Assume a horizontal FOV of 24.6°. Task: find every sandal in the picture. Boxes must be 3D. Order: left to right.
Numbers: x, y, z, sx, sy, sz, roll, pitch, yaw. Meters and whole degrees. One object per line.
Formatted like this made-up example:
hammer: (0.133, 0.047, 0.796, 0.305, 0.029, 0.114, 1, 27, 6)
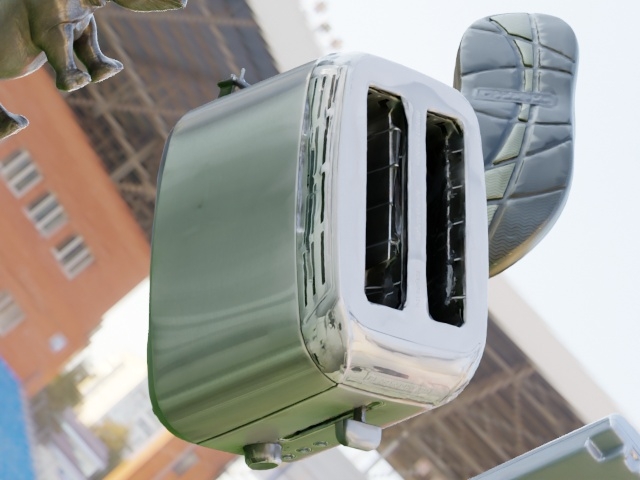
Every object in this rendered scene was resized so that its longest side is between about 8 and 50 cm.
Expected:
sandal: (0.135, -0.064, 1.093, 0.120, 0.303, 0.086, 13, -47, 14)

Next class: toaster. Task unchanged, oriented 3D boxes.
toaster: (0.000, 0.000, 0.755, 0.129, 0.227, 0.146, 19, -26, -38)

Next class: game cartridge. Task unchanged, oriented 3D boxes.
game cartridge: (0.263, 0.299, 1.307, 0.196, 0.060, 0.294, -32, -74, 27)

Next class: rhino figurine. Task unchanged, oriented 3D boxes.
rhino figurine: (-0.195, -0.161, 1.076, 0.106, 0.243, 0.073, 60, 13, -4)
